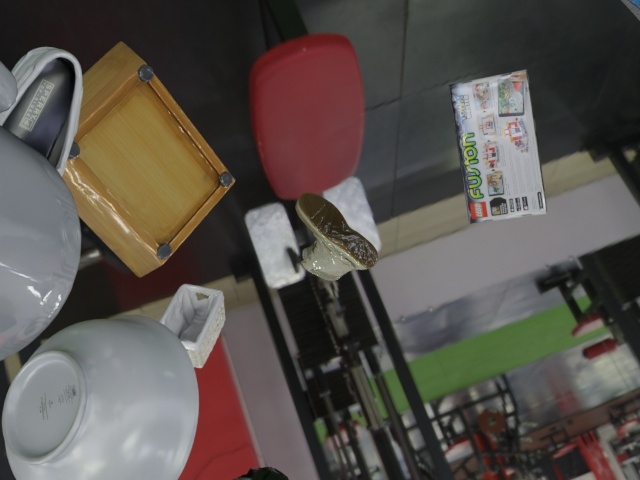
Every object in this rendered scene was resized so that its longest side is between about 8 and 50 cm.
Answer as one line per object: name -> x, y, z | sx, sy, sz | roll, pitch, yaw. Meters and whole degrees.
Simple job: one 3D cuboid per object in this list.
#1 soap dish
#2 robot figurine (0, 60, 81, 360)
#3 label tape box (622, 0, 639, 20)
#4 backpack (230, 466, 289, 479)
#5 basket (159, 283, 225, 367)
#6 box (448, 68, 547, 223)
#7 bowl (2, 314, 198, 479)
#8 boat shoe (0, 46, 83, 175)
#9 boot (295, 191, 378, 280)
soap dish -> -0.279, -0.117, 1.138 | 0.229, 0.118, 0.291 | -51, 126, -22
robot figurine -> -0.296, -0.012, 0.508 | 0.199, 0.300, 0.353 | 13, 172, 6
label tape box -> 0.587, -0.376, 1.066 | 0.333, 0.106, 0.240 | 39, 112, -16
backpack -> -0.082, 0.228, 0.468 | 0.181, 0.152, 0.115 | -12, 142, -35
basket -> -0.297, 0.200, 1.732 | 0.113, 0.167, 0.103 | 9, 137, 14
box -> 0.259, -0.135, 1.088 | 0.114, 0.207, 0.036 | -7, -172, 19
bowl -> -0.318, 0.228, 0.984 | 0.297, 0.298, 0.134 | -30, 149, 17
boat shoe -> -0.302, -0.069, 0.726 | 0.095, 0.258, 0.084 | 17, 180, -30
boot -> 0.000, 0.000, 1.587 | 0.165, 0.213, 0.077 | -26, -154, 54
